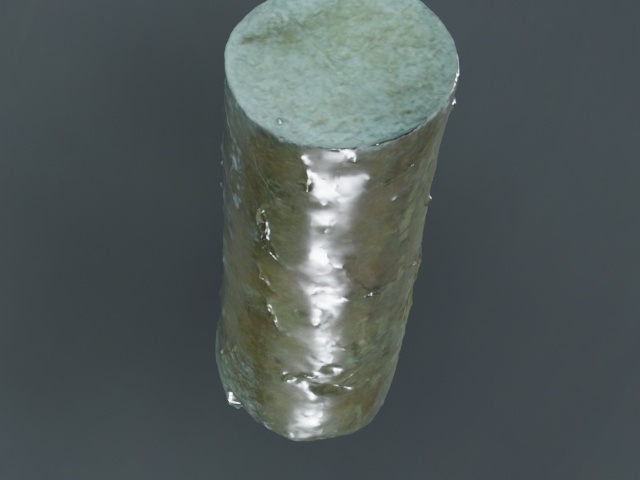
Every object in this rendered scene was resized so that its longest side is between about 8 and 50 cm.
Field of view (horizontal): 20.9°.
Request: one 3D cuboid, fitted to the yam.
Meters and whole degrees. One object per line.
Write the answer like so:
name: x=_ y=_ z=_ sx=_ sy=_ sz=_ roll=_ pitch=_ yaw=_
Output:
yam: x=0.000 y=0.000 z=0.737 sx=0.093 sy=0.093 sz=0.259 roll=-33 pitch=155 yaw=-23
